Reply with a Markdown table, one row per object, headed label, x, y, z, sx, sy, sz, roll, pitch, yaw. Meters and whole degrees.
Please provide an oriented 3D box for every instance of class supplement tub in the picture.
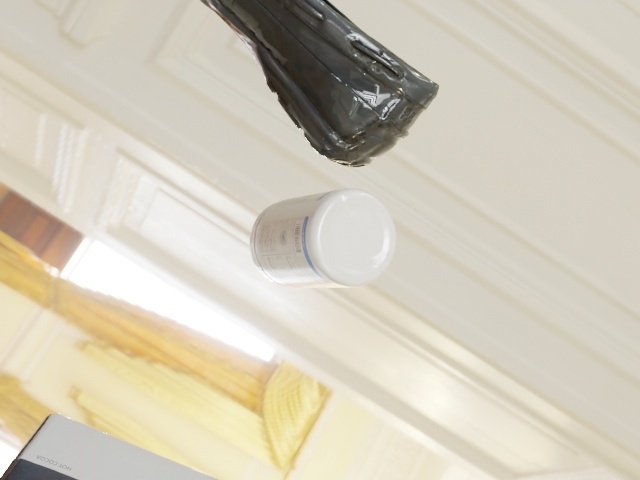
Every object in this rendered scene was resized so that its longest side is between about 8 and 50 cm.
| label | x | y | z | sx | sy | sz | roll | pitch | yaw |
| --- | --- | --- | --- | --- | --- | --- | --- | --- | --- |
| supplement tub | 0.000 | 0.000 | 0.693 | 0.071 | 0.071 | 0.107 | -59 | -158 | -17 |

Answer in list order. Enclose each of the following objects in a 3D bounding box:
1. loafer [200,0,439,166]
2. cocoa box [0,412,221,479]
| label | x | y | z | sx | sy | sz | roll | pitch | yaw |
| --- | --- | --- | --- | --- | --- | --- | --- | --- | --- |
| loafer | -0.021 | -0.143 | 0.530 | 0.078 | 0.223 | 0.076 | -40 | 172 | 16 |
| cocoa box | -0.127 | 0.345 | 0.759 | 0.228 | 0.347 | 0.231 | -61 | 169 | -54 |
